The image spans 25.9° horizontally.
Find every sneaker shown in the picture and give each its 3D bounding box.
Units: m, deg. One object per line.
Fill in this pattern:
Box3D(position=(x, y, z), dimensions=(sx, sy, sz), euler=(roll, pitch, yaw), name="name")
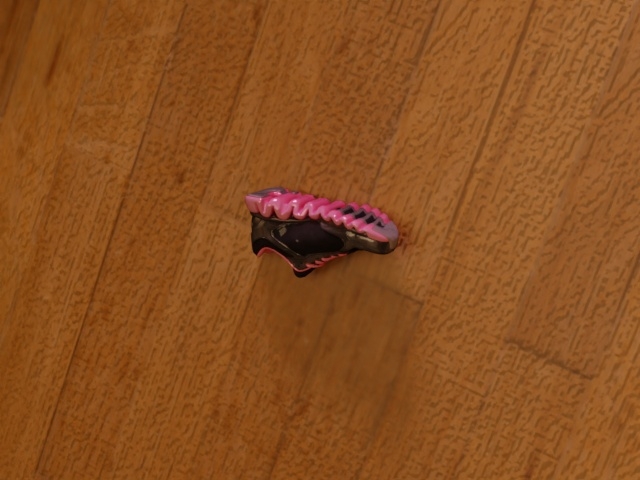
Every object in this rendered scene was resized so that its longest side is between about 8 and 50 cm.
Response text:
Box3D(position=(0.000, 0.000, 0.961), dimensions=(0.119, 0.047, 0.057), euler=(13, 104, 31), name="sneaker")
